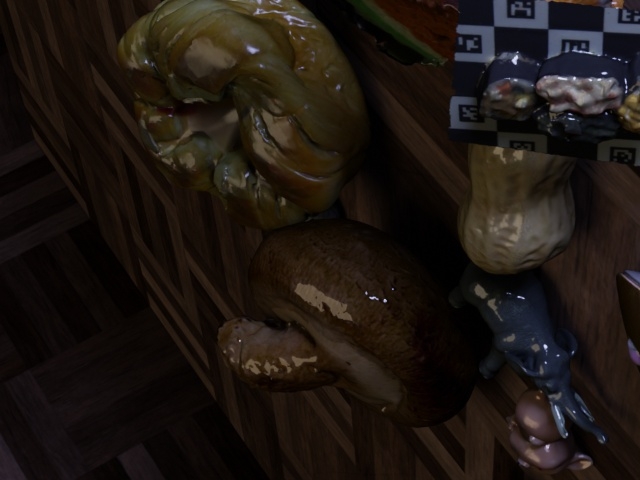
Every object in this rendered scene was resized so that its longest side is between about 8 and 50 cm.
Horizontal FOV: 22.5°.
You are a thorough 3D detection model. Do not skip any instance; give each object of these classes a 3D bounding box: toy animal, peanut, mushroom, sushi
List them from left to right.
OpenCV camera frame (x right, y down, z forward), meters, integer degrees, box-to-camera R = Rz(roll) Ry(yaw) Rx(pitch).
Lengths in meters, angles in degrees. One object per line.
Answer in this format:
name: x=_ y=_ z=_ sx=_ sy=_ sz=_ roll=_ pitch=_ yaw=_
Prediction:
mushroom: x=0.057 y=0.103 z=2.041 sx=0.345 sy=0.345 sz=0.239 roll=-168 pitch=93 yaw=-69
toy animal: x=0.228 y=0.116 z=1.802 sx=0.269 sy=0.082 sz=0.137 roll=61 pitch=165 yaw=7
peanut: x=0.199 y=-0.055 z=1.572 sx=0.123 sy=0.123 sz=0.257 roll=53 pitch=158 yaw=28
toy animal: x=0.266 y=0.222 z=1.885 sx=0.150 sy=0.089 sz=0.083 roll=78 pitch=178 yaw=-51
sushi: x=0.210 y=-0.107 z=1.306 sx=0.192 sy=0.215 sz=0.050 roll=88 pitch=-168 yaw=-55

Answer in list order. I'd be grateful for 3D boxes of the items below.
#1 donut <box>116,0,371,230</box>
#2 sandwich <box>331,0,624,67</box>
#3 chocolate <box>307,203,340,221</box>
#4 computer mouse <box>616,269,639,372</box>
donut: x=-0.101 y=-0.174 z=2.041 sx=0.360 sy=0.170 sz=0.360 roll=27 pitch=143 yaw=22
sandwich: x=0.138 y=-0.244 z=1.403 sx=0.301 sy=0.162 sz=0.250 roll=20 pitch=173 yaw=43
chocolate: x=0.000 y=0.000 z=2.328 sx=0.072 sy=0.072 sz=0.167 roll=45 pitch=156 yaw=46
computer mouse: x=0.356 y=0.119 z=1.449 sx=0.310 sy=0.072 sz=0.158 roll=29 pitch=142 yaw=63
